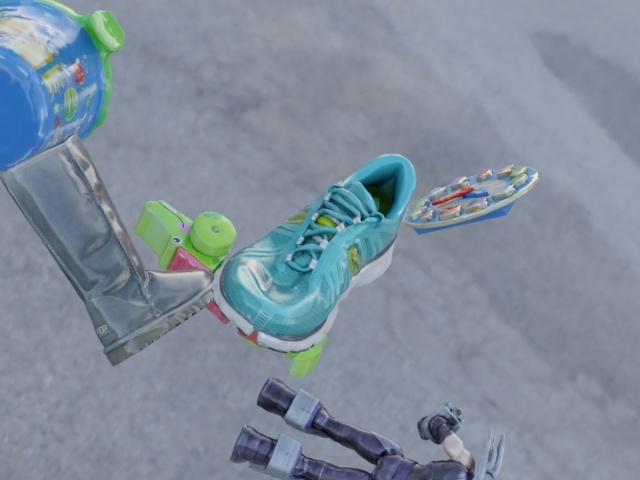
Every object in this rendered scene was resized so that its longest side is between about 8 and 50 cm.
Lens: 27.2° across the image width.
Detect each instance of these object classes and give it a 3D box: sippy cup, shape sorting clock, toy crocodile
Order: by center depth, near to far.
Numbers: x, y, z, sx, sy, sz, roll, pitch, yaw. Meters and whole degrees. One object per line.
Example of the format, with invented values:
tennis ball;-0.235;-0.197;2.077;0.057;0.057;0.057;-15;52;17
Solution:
sippy cup;-0.414;-0.196;1.757;0.240;0.306;0.224;23;19;-4
shape sorting clock;0.215;-0.065;1.908;0.040;0.206;0.206;67;25;-18
toy crocodile;-0.132;0.068;1.910;0.340;0.115;0.105;40;44;2

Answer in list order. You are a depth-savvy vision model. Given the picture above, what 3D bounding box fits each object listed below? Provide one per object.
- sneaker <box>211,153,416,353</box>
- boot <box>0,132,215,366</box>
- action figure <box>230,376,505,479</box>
sneaker;0.000;0.000;1.128;0.107;0.110;0.275;36;36;7
boot;-0.196;-0.004;1.260;0.209;0.076;0.189;57;29;-1
action figure;0.061;0.228;1.298;0.285;0.099;0.185;23;66;14
